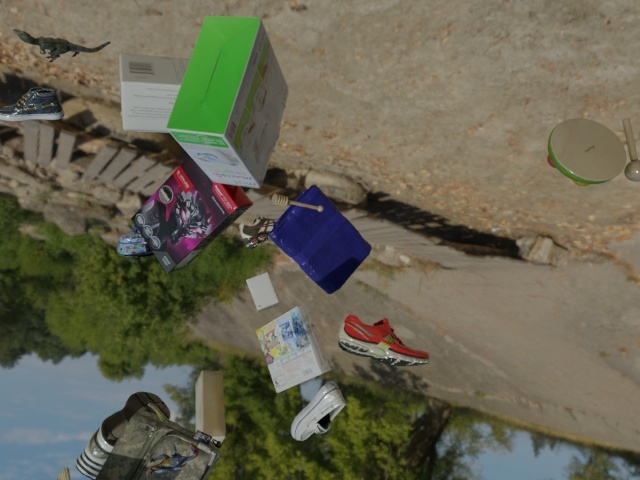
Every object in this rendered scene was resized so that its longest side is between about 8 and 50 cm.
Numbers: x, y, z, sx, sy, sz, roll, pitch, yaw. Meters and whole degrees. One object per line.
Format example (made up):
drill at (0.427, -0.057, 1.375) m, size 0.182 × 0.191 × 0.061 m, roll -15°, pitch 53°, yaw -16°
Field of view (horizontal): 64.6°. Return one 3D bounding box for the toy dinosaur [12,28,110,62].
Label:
toy dinosaur at (-0.810, -0.608, 1.597) m, size 0.268 × 0.063 × 0.118 m, roll -4°, pitch 180°, yaw -27°

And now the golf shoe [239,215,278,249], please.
golf shoe at (-0.225, -0.064, 2.225) m, size 0.273 × 0.120 × 0.105 m, roll -26°, pitch 173°, yaw -35°

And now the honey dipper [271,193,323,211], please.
honey dipper at (-0.060, -0.103, 1.421) m, size 0.161 × 0.030 × 0.030 m, roll 9°, pitch 171°, yaw -34°

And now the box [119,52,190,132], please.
box at (-0.379, -0.349, 1.203) m, size 0.182 × 0.181 × 0.119 m, roll -2°, pitch 130°, yaw -21°

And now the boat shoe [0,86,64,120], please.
boat shoe at (-0.837, -0.393, 1.448) m, size 0.184 × 0.065 × 0.083 m, roll -4°, pitch 126°, yaw -9°

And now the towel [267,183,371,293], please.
towel at (0.000, 0.000, 1.645) m, size 0.308 × 0.227 × 0.076 m, roll 46°, pitch 169°, yaw -19°

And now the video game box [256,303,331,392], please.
video game box at (-0.079, 0.297, 1.383) m, size 0.048 × 0.187 × 0.205 m, roll -8°, pitch 160°, yaw -46°

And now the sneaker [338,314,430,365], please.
sneaker at (0.189, 0.279, 1.422) m, size 0.279 × 0.118 × 0.107 m, roll 20°, pitch 156°, yaw -12°

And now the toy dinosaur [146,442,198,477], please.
toy dinosaur at (-0.262, 0.387, 0.902) m, size 0.082 × 0.047 × 0.090 m, roll 2°, pitch 151°, yaw -29°

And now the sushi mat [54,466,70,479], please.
sushi mat at (-0.612, 0.690, 1.172) m, size 0.019 × 0.151 × 0.317 m, roll 39°, pitch 176°, yaw -37°

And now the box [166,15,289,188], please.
box at (-0.172, -0.275, 1.042) m, size 0.127 × 0.261 × 0.231 m, roll 9°, pitch 164°, yaw 14°

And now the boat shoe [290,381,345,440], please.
boat shoe at (-0.009, 0.474, 1.340) m, size 0.083 × 0.226 × 0.075 m, roll -2°, pitch -139°, yaw -39°

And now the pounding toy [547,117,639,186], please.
pounding toy at (0.660, -0.199, 1.256) m, size 0.237 × 0.182 × 0.110 m, roll -4°, pitch 155°, yaw -7°

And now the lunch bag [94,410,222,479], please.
lunch bag at (-0.439, 0.650, 1.386) m, size 0.256 × 0.305 × 0.212 m, roll 19°, pitch 155°, yaw 20°

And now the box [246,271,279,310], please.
box at (-0.229, 0.209, 2.016) m, size 0.091 × 0.130 × 0.170 m, roll -20°, pitch 172°, yaw -9°

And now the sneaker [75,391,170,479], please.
sneaker at (-0.770, 0.744, 1.931) m, size 0.169 × 0.257 × 0.447 m, roll 46°, pitch -174°, yaw 8°

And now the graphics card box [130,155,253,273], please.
graphics card box at (-0.416, -0.092, 1.610) m, size 0.371 × 0.232 × 0.094 m, roll -38°, pitch 173°, yaw 26°

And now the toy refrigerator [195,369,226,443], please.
toy refrigerator at (-0.419, 0.643, 1.937) m, size 0.094 × 0.269 × 0.102 m, roll 11°, pitch 131°, yaw -23°

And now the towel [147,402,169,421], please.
towel at (-0.406, 0.433, 1.271) m, size 0.060 × 0.009 × 0.083 m, roll 44°, pitch 159°, yaw 11°

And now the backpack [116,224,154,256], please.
backpack at (-0.656, -0.003, 1.853) m, size 0.174 × 0.116 × 0.158 m, roll -7°, pitch -165°, yaw -23°

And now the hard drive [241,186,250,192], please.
hard drive at (-0.304, -0.206, 1.702) m, size 0.094 × 0.135 × 0.022 m, roll -33°, pitch -173°, yaw 31°
